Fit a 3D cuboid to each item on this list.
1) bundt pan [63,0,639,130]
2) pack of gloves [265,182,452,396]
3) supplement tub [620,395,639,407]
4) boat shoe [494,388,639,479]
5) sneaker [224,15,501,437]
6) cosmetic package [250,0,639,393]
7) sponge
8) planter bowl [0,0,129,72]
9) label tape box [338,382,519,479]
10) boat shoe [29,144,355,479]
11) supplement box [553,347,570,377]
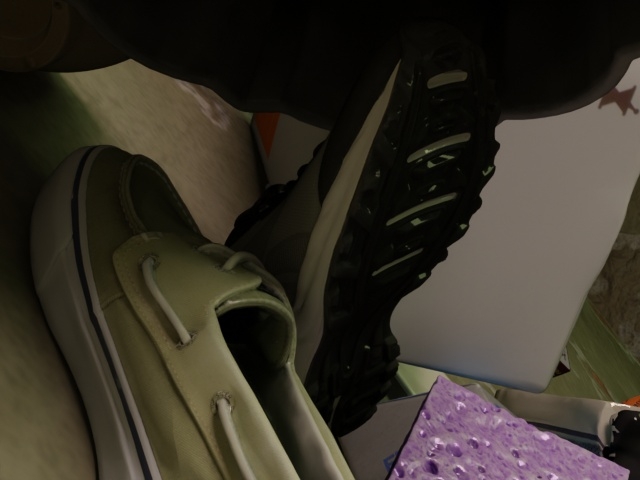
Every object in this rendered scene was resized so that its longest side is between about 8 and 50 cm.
[{"bbox_3d":[0.012,-0.186,0.505,0.331,0.331,0.124,41,53,-40],"label":"bundt pan"},{"bbox_3d":[0.038,0.041,1.024,0.232,0.046,0.195,53,24,15],"label":"pack of gloves"},{"bbox_3d":[0.350,0.284,1.074,0.193,0.193,0.316,48,14,-19],"label":"supplement tub"},{"bbox_3d":[0.218,0.218,1.019,0.127,0.158,0.340,12,-7,-3],"label":"boat shoe"},{"bbox_3d":[0.000,0.000,0.586,0.100,0.271,0.108,-20,57,-39],"label":"sneaker"},{"bbox_3d":[0.070,-0.104,0.887,0.161,0.230,0.453,13,19,-15],"label":"cosmetic package"},{"bbox_3d":[0.075,0.158,0.566,0.117,0.031,0.210,28,37,7],"label":"sponge"},{"bbox_3d":[-0.153,-0.159,0.650,0.162,0.162,0.109,49,40,-15],"label":"planter bowl"},{"bbox_3d":[0.134,0.203,0.747,0.240,0.106,0.334,40,19,-43],"label":"label tape box"},{"bbox_3d":[-0.052,0.053,0.527,0.109,0.094,0.302,39,19,-46],"label":"boat shoe"},{"bbox_3d":[0.226,0.040,1.406,0.130,0.073,0.239,40,37,-41],"label":"supplement box"}]
